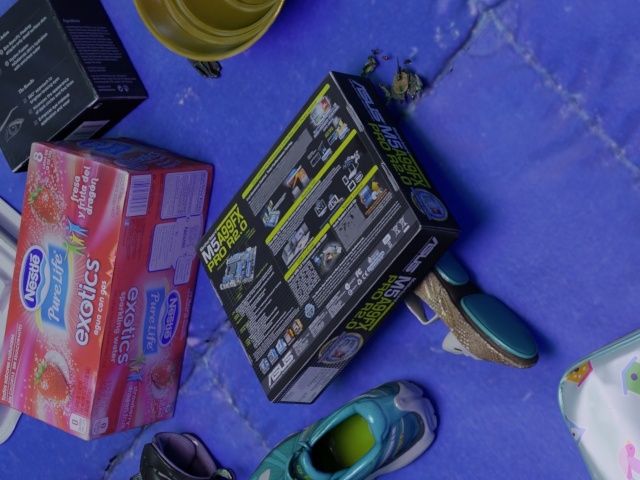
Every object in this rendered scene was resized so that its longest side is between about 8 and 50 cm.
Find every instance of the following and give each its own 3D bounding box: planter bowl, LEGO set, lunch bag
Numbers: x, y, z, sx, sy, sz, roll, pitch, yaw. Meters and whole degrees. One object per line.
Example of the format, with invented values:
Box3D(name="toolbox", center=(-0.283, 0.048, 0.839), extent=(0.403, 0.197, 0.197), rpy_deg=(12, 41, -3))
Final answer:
Box3D(name="planter bowl", center=(-0.092, -0.295, 1.864), extent=(0.217, 0.090, 0.217), rpy_deg=(4, 97, 33))
Box3D(name="LEGO set", center=(0.078, -0.162, 1.808), extent=(0.054, 0.023, 0.083), rpy_deg=(-48, 55, 25))
Box3D(name="lunch bag", center=(0.361, 0.196, 1.594), extent=(0.224, 0.108, 0.279), rpy_deg=(-31, 79, 27))

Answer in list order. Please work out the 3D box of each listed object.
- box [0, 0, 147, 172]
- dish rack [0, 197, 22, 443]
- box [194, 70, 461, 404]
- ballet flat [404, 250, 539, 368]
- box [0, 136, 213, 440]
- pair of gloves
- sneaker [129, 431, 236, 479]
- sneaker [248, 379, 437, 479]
Box3D(name="box", center=(-0.302, -0.184, 2.014), extent=(0.156, 0.093, 0.158), rpy_deg=(-35, 76, 31))
Box3D(name="dish rack", center=(-0.464, 0.062, 2.162), extent=(0.333, 0.072, 0.285), rpy_deg=(38, 114, 27))
Box3D(name="box", center=(0.000, 0.000, 1.805), extent=(0.270, 0.060, 0.216), rpy_deg=(-51, 50, 30))
Box3D(name="ballet flat", center=(0.133, 0.068, 1.764), extent=(0.206, 0.073, 0.067), rpy_deg=(50, 123, 31))
Box3D(name="box", center=(-0.235, 0.047, 1.956), extent=(0.142, 0.154, 0.299), rpy_deg=(18, 106, 32))
Box3D(name="pair of gloves", center=(-0.118, -0.220, 1.936), extent=(0.074, 0.010, 0.083), rpy_deg=(50, 119, 20))
Box3D(name="sneaker", center=(-0.204, 0.280, 1.991), extent=(0.269, 0.101, 0.153), rpy_deg=(11, 100, 27))
Box3D(name="sneaker", center=(-0.006, 0.231, 1.843), extent=(0.275, 0.110, 0.107), rpy_deg=(-44, 71, 30))
